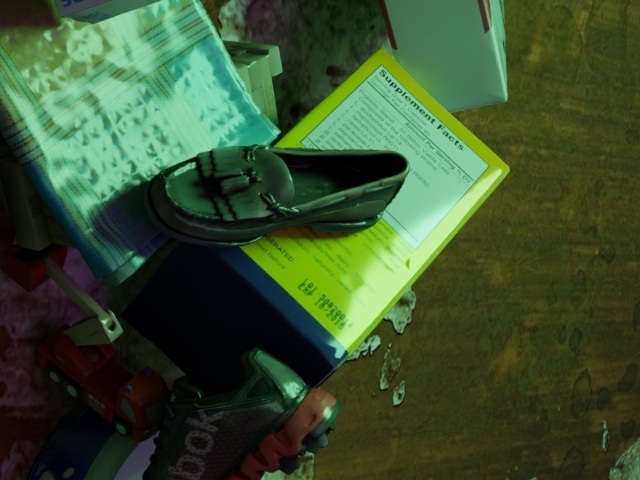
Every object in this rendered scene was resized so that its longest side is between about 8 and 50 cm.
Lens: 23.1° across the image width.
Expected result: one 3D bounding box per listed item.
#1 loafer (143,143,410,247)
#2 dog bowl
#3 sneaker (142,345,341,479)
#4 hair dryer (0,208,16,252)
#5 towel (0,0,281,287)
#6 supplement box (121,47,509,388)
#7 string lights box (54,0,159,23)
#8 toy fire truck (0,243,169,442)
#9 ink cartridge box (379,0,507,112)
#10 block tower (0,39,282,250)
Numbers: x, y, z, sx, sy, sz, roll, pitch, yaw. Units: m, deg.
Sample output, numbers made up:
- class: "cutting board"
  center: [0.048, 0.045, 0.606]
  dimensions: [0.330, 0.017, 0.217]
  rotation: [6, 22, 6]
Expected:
- class: "loafer"
  center: [-0.034, -0.056, 1.431]
  dimensions: [0.268, 0.084, 0.096]
  rotation: [-4, 63, -40]
- class: "dog bowl"
  center: [-0.180, 0.283, 1.604]
  dimensions: [0.265, 0.104, 0.264]
  rotation: [-18, 113, -50]
- class: "sneaker"
  center: [-0.117, 0.203, 1.456]
  dimensions: [0.276, 0.135, 0.097]
  rotation: [-41, -179, 9]
- class: "hair dryer"
  center: [-0.365, 0.019, 1.306]
  dimensions: [0.293, 0.080, 0.223]
  rotation: [-34, 129, -51]
- class: "towel"
  center: [-0.201, -0.176, 1.402]
  dimensions: [0.271, 0.040, 0.370]
  rotation: [-45, 113, -41]
- class: "supplement box"
  center: [0.000, 0.000, 1.616]
  dimensions: [0.194, 0.195, 0.356]
  rotation: [44, 51, 1]
- class: "string lights box"
  center: [-0.214, -0.315, 1.302]
  dimensions: [0.133, 0.077, 0.259]
  rotation: [-70, 141, -83]
- class: "toy fire truck"
  center: [-0.218, 0.092, 1.474]
  dimensions: [0.047, 0.192, 0.135]
  rotation: [-41, 158, -38]
- class: "ink cartridge box"
  center: [0.136, -0.293, 1.750]
  dimensions: [0.273, 0.114, 0.197]
  rotation: [-84, 160, -55]
- class: "block tower"
  center: [-0.171, -0.097, 1.524]
  dimensions: [0.335, 0.091, 0.097]
  rotation: [-35, 126, -42]
